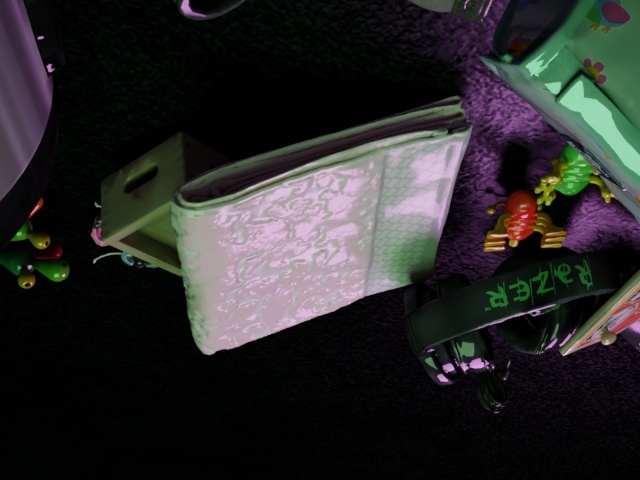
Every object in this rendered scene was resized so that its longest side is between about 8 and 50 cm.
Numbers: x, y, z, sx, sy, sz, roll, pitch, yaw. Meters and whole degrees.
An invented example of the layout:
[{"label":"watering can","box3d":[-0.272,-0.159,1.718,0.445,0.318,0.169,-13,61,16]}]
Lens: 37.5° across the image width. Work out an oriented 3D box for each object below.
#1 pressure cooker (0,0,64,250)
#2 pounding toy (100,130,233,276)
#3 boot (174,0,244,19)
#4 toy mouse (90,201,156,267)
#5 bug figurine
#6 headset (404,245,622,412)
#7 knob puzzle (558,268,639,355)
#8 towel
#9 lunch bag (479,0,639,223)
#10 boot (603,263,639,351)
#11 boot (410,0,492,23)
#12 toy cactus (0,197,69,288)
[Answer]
[{"label":"pressure cooker","box3d":[-0.387,-0.139,0.663,0.375,0.370,0.420,5,145,4]},{"label":"pounding toy","box3d":[-0.110,-0.039,1.071,0.181,0.094,0.206,-27,146,27]},{"label":"boot","box3d":[-0.064,-0.299,0.448,0.118,0.222,0.338,-26,143,-40]},{"label":"toy mouse","box3d":[-0.238,-0.005,1.187,0.143,0.031,0.161,-23,139,36]},{"label":"bug figurine","box3d":[0.319,-0.051,1.020,0.278,0.072,0.216,-2,155,-2]},{"label":"headset","box3d":[0.226,0.117,1.155,0.243,0.185,0.394,-15,169,-6]},{"label":"knob puzzle","box3d":[0.389,0.068,1.091,0.213,0.030,0.213,-27,155,-14]},{"label":"towel","box3d":[0.000,0.000,1.037,0.316,0.053,0.332,-18,151,-13]},{"label":"lunch bag","box3d":[0.241,-0.119,0.679,0.223,0.262,0.160,43,136,-14]},{"label":"boot","box3d":[0.463,0.079,1.210,0.178,0.085,0.236,25,143,-27]},{"label":"boot","box3d":[0.073,-0.264,0.697,0.161,0.084,0.246,12,147,-3]},{"label":"toy cactus","box3d":[-0.420,-0.003,1.167,0.218,0.112,0.180,13,166,-20]}]
